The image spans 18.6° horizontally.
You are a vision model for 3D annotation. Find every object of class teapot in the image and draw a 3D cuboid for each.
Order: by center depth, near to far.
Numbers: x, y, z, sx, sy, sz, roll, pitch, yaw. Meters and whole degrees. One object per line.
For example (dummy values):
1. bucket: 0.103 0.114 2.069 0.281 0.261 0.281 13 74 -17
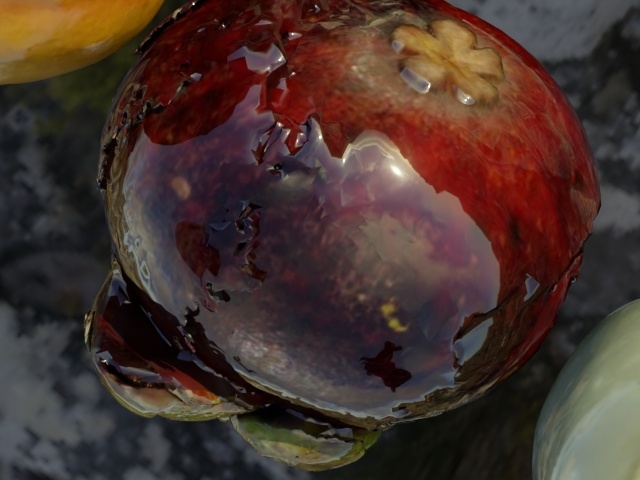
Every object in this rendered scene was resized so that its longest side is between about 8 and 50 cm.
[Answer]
1. teapot: 0.168 0.143 1.058 0.149 0.220 0.318 29 115 -8

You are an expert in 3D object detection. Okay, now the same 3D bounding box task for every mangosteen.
1. mangosteen: 0.000 0.000 0.660 0.166 0.166 0.180 30 120 8

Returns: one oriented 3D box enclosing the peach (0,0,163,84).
1. peach: -0.103 -0.111 0.599 0.138 0.138 0.138 18 135 19
